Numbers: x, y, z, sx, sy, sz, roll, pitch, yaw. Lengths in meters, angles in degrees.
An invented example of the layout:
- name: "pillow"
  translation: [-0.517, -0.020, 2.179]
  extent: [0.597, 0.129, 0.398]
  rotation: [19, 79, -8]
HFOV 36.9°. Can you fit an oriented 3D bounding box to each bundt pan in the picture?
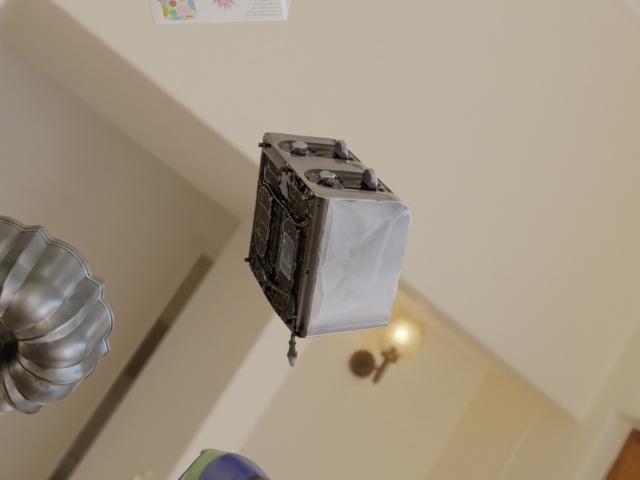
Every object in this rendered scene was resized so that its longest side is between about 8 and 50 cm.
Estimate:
- name: "bundt pan"
  translation: [-0.486, 0.134, 1.443]
  extent: [0.330, 0.331, 0.124]
  rotation: [36, 29, -14]

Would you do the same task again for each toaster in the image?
- name: "toaster"
  translation: [0.000, 0.000, 0.966]
  extent: [0.110, 0.186, 0.168]
  rotation: [-2, 27, -22]

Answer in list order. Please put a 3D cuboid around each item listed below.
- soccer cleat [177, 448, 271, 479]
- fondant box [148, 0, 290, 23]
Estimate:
- name: "soccer cleat"
  translation: [-0.147, 0.304, 0.808]
  extent: [0.121, 0.289, 0.093]
  rotation: [22, -24, 47]
- name: "fondant box"
  translation: [-0.184, -0.525, 1.581]
  extent: [0.238, 0.096, 0.330]
  rotation: [0, -47, 7]
